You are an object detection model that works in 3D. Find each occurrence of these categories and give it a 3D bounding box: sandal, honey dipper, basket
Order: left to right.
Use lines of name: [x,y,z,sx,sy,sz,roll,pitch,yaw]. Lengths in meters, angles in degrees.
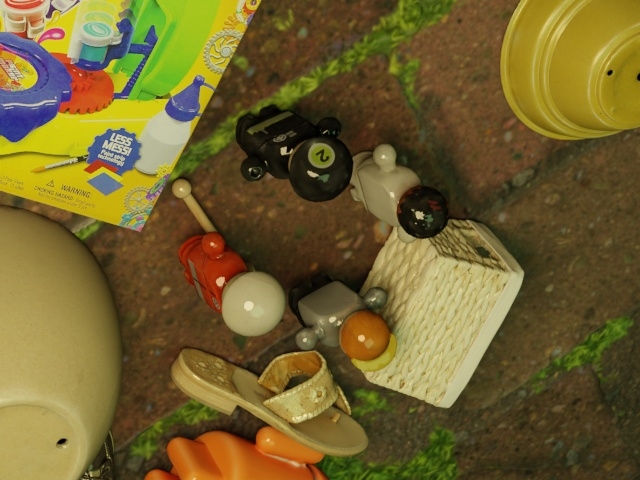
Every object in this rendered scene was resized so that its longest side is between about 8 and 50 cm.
honey dipper: [-0.095,0.000,1.640,0.030,0.030,0.160,-33,125,-3]
sandal: [-0.028,0.142,1.725,0.240,0.088,0.079,22,115,-29]
basket: [0.106,0.064,1.724,0.103,0.113,0.167,17,112,-29]

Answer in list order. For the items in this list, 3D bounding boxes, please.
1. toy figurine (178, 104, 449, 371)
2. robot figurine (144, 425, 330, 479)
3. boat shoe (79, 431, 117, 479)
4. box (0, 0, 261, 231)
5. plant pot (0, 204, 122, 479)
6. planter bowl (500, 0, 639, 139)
toy figurine: [0.000,0.000,1.587,0.210,0.148,0.213,23,97,-35]
robot figurine: [-0.072,0.270,1.762,0.219,0.128,0.158,25,68,-35]
boat shoe: [-0.222,0.236,1.715,0.056,0.049,0.152,-14,126,-18]
box: [-0.228,-0.198,1.353,0.290,0.177,0.279,17,111,-33]
plant pot: [-0.293,0.136,1.528,0.284,0.191,0.284,-12,124,-19]
planter bowl: [0.289,-0.174,1.671,0.217,0.090,0.217,-13,125,-19]
